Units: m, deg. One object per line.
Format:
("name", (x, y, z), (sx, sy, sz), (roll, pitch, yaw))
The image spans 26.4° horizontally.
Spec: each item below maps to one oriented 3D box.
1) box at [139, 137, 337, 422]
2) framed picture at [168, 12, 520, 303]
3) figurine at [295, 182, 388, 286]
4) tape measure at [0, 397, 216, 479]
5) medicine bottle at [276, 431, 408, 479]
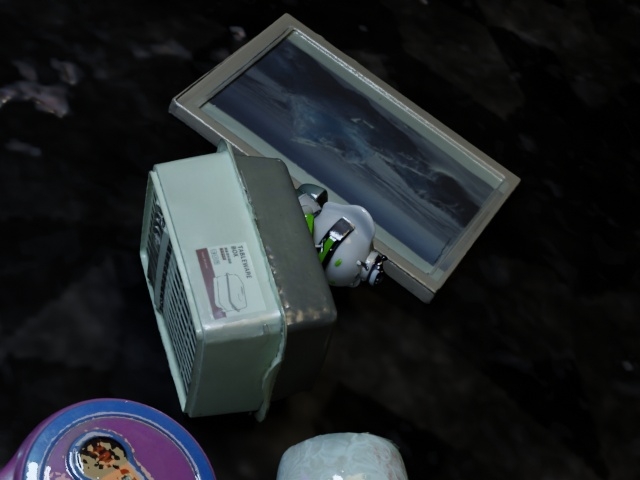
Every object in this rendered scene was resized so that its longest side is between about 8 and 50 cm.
("box", (-0.100, 0.047, 1.567), (0.166, 0.220, 0.290), (-7, 55, -18))
("framed picture", (0.046, -0.134, 1.946), (0.446, 0.028, 0.326), (36, 43, 5))
("figurine", (0.000, 0.000, 1.730), (0.192, 0.147, 0.126), (28, 56, 15))
("tape measure", (-0.219, 0.284, 1.343), (0.245, 0.149, 0.231), (-31, 73, -35))
("medicine bottle", (0.025, 0.298, 1.457), (0.147, 0.147, 0.143), (12, 50, -19))
